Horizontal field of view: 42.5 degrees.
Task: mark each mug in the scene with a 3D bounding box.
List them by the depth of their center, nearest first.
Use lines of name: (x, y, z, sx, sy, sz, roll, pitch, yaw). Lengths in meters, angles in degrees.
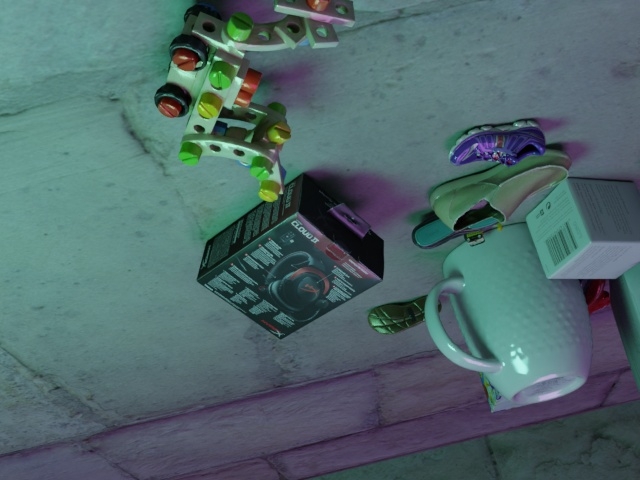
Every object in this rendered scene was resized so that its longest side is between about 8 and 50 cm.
mug: (0.394, 0.170, 1.756, 0.374, 0.328, 0.276, 1, 148, -24)

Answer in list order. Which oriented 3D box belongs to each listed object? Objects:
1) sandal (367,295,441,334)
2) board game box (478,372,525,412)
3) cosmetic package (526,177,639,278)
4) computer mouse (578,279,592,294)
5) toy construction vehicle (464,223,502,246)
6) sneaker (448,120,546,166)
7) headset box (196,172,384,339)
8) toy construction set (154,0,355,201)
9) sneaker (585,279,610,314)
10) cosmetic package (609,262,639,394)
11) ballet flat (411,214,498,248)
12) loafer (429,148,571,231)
sandal: (0.203, 0.180, 1.982, 0.180, 0.072, 0.049, -17, 173, -2)
board game box: (0.444, 0.249, 1.975, 0.144, 0.275, 0.142, -12, 152, -3)
cosmetic package: (0.549, -0.021, 1.664, 0.183, 0.151, 0.151, 1, 149, -24)
computer mouse: (0.588, 0.136, 1.970, 0.188, 0.072, 0.272, -35, 145, -47)
toy construction vehicle: (0.315, -0.027, 1.685, 0.098, 0.035, 0.086, -21, 145, 22)
sneaker: (0.303, -0.156, 1.403, 0.170, 0.071, 0.068, -13, 152, 1)
headset box: (-0.041, 0.030, 1.477, 0.293, 0.110, 0.218, -33, 123, 32)
toy construction set: (-0.094, -0.200, 1.072, 0.215, 0.151, 0.328, 22, 134, -11)
sneaker: (0.692, 0.126, 2.097, 0.128, 0.087, 0.221, -22, 154, -24)
cosmetic package: (0.844, 0.144, 1.834, 0.327, 0.329, 0.394, -14, 145, 12)
ballet flat: (0.274, -0.040, 1.614, 0.203, 0.074, 0.074, -23, 151, 4)
loafer: (0.339, -0.085, 1.522, 0.268, 0.092, 0.102, -21, 151, 14)
